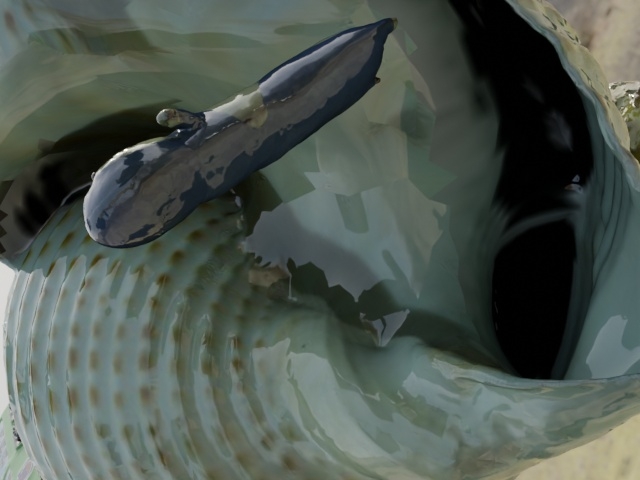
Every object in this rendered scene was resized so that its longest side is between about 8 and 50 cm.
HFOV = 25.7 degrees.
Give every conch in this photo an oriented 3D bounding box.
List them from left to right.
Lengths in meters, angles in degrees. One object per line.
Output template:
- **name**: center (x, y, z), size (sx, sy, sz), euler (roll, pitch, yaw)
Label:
- **conch**: center (0.003, -0.006, 0.589), size (0.215, 0.319, 0.303), euler (-46, -58, -58)

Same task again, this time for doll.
- **doll**: center (-0.022, -0.036, 0.431), size (0.125, 0.027, 0.037), euler (-36, -12, -29)

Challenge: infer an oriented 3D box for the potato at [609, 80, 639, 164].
- **potato**: center (0.169, -0.026, 0.891), size (0.225, 0.090, 0.117), euler (142, 122, -63)

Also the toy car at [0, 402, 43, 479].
- **toy car**: center (-0.152, 0.145, 0.824), size (0.062, 0.071, 0.165), euler (-55, 28, 11)
